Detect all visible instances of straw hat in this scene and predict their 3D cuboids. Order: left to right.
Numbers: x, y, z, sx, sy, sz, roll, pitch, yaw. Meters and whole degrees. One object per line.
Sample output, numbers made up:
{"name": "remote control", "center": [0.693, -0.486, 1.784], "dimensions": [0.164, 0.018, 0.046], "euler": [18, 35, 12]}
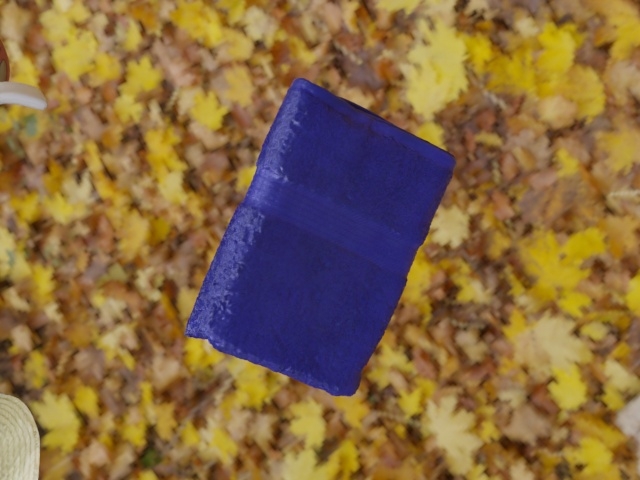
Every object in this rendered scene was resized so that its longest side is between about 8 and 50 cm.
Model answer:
{"name": "straw hat", "center": [-0.275, 0.172, 0.922], "dimensions": [0.144, 0.061, 0.145], "euler": [-18, 62, 39]}

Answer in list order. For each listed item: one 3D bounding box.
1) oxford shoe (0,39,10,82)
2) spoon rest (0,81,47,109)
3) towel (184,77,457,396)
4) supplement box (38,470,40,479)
{"name": "oxford shoe", "center": [-0.582, -0.312, 1.632], "dimensions": [0.146, 0.140, 0.397], "euler": [-2, 145, 43]}
{"name": "spoon rest", "center": [-0.388, -0.049, 1.332], "dimensions": [0.276, 0.084, 0.137], "euler": [-62, 31, 10]}
{"name": "towel", "center": [0.000, 0.000, 1.377], "dimensions": [0.227, 0.308, 0.076], "euler": [25, 176, -26]}
{"name": "supplement box", "center": [-0.453, 0.365, 1.853], "dimensions": [0.043, 0.055, 0.083], "euler": [57, -178, -22]}
